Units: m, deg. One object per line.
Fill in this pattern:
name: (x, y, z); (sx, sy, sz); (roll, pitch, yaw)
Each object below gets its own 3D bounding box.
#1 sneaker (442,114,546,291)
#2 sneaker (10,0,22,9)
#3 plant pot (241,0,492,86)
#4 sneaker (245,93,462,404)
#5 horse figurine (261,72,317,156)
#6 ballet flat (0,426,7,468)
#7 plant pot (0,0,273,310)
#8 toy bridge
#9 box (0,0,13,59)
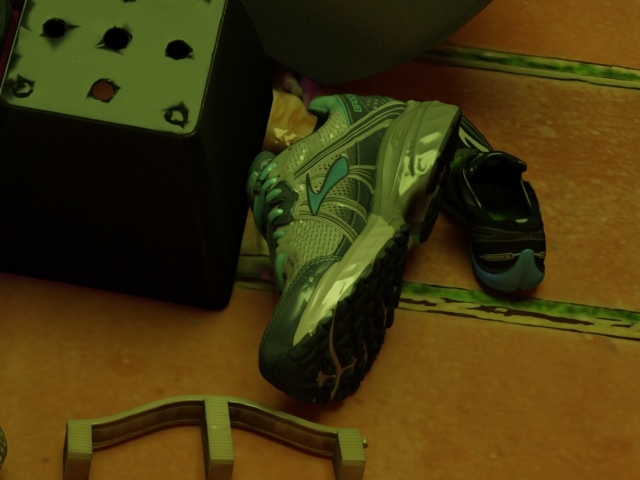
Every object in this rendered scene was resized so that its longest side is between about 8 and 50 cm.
sneaker: (0.122, -0.042, 1.438); (0.067, 0.078, 0.188); (-3, 37, -17)
sneaker: (-0.292, -0.236, 1.552); (0.315, 0.182, 0.127); (49, 12, 22)
plant pot: (0.014, -0.274, 1.560); (0.248, 0.252, 0.247); (29, 31, -22)
sneaker: (0.000, 0.000, 1.321); (0.122, 0.110, 0.283); (15, 40, 12)
horse figurine: (-0.085, -0.093, 1.473); (0.263, 0.066, 0.174); (-2, 31, -20)
ballet flat: (-0.285, 0.111, 1.160); (0.206, 0.073, 0.067); (10, 8, -3)
plant pot: (-0.133, -0.088, 1.314); (0.187, 0.167, 0.188); (11, 59, 1)
toy bridge: (-0.063, 0.122, 1.215); (0.188, 0.026, 0.063); (2, 35, -10)
box: (-0.412, -0.067, 1.244); (0.395, 0.097, 0.318); (-7, 34, 9)
